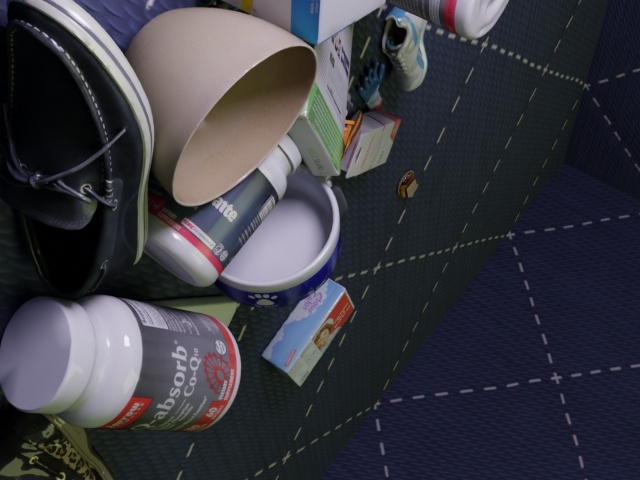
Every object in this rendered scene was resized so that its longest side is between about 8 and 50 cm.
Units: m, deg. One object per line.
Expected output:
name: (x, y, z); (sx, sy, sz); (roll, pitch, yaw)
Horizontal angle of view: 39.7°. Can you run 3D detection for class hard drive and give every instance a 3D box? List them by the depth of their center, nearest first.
hard drive: (-0.313, 0.221, 1.741); (0.233, 0.047, 0.353); (-64, 157, 10)

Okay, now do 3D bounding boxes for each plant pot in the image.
plant pot: (-0.169, -0.216, 1.249); (0.284, 0.191, 0.284); (-45, 168, -13)

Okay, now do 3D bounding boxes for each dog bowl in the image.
dog bowl: (-0.095, -0.014, 1.611); (0.265, 0.265, 0.104); (-50, 158, -20)

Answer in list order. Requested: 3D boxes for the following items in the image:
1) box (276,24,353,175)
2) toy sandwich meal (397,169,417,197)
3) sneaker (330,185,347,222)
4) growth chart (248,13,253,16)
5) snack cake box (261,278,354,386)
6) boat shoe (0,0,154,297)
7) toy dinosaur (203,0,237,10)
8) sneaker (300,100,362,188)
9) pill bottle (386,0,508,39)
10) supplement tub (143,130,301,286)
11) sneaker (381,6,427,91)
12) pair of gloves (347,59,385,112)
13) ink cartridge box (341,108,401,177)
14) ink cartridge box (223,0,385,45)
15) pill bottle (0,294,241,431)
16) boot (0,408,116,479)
box: (-0.004, -0.301, 1.514); (0.232, 0.059, 0.321); (55, 36, -64)
toy sandwich meal: (0.244, -0.155, 2.463); (0.085, 0.029, 0.085); (-46, 155, -29)
sneaker: (0.000, 0.000, 1.813); (0.118, 0.083, 0.222); (-39, 151, -45)
growth chart: (-0.106, -0.312, 1.529); (0.237, 0.021, 0.171); (-19, 135, -58)
snack cake box: (-0.028, 0.234, 2.306); (0.264, 0.089, 0.152); (-54, 156, -13)
boat shoe: (-0.323, -0.096, 1.135); (0.156, 0.187, 0.500); (-51, 163, -34)
toy dinosaur: (-0.153, -0.364, 1.366); (0.090, 0.047, 0.082); (-32, 179, 25)
sneaker: (-0.001, -0.212, 1.751); (0.321, 0.125, 0.180); (59, 56, -86)
pill bottle: (0.157, -0.474, 1.481); (0.176, 0.319, 0.176); (-47, 155, -30)
supplement tub: (-0.178, -0.078, 1.449); (0.272, 0.191, 0.191); (-53, 157, -15)
sneaker: (0.177, -0.417, 1.928); (0.092, 0.087, 0.228); (-38, 144, -27)
pair of gloves: (0.085, -0.298, 1.953); (0.198, 0.023, 0.159); (-52, 157, -17)
ink cartridge box: (0.094, -0.216, 1.958); (0.198, 0.067, 0.115); (-29, 143, -57)
ink cartridge box: (-0.039, -0.419, 1.252); (0.171, 0.233, 0.168); (-42, 150, -36)
pill bottle: (-0.316, 0.200, 1.432); (0.363, 0.210, 0.210); (18, 102, -53)
boot: (-0.503, 0.447, 1.503); (0.284, 0.138, 0.377); (-46, 151, -31)
